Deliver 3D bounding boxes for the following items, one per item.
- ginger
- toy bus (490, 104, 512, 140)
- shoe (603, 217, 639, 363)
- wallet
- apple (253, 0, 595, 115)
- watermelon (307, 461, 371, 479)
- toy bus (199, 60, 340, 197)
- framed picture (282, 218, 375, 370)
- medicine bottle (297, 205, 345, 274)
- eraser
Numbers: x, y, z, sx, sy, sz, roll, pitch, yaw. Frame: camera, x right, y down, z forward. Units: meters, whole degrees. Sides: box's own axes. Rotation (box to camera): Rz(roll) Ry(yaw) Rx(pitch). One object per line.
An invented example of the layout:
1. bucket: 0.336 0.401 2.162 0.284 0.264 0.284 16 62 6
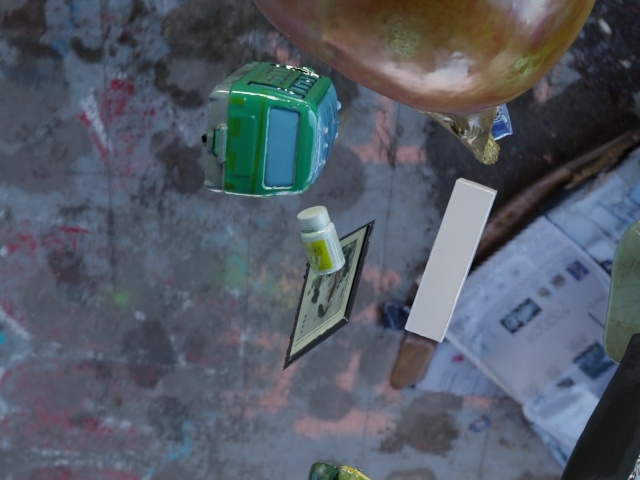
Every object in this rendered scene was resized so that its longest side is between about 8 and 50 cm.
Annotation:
1. ginger: 0.072 -0.094 0.646 0.137 0.057 0.044 29 151 -25
2. toy bus: 0.213 -0.247 1.622 0.094 0.079 0.236 -19 133 27
3. shoe: 0.413 0.066 1.341 0.079 0.078 0.195 13 88 27
4. wallet: 0.335 0.195 1.151 0.025 0.244 0.124 38 157 -13
5. apple: 0.055 -0.169 0.524 0.196 0.196 0.196 0 120 0
6. watermelon: 0.028 0.302 1.219 0.105 0.062 0.105 24 154 13
7. toy bus: -0.075 -0.195 1.780 0.199 0.343 0.184 6 109 5
8. framed picture: 0.012 0.076 1.538 0.010 0.199 0.195 25 118 23
9. medicine bottle: 0.000 0.000 1.384 0.047 0.047 0.083 -15 111 9
10. eraser: 0.244 0.036 1.963 0.076 0.078 0.298 20 101 10
